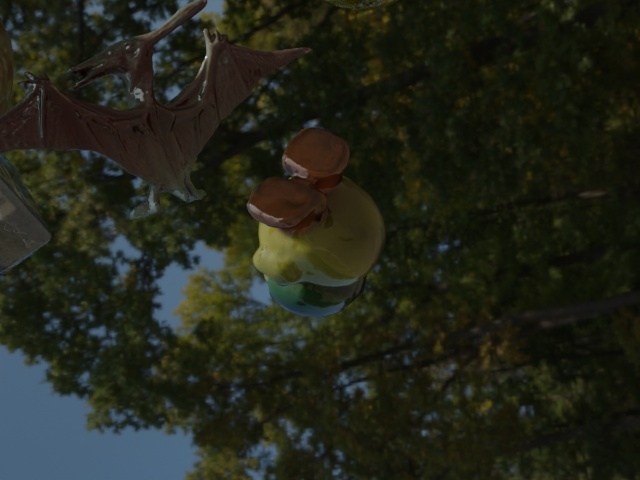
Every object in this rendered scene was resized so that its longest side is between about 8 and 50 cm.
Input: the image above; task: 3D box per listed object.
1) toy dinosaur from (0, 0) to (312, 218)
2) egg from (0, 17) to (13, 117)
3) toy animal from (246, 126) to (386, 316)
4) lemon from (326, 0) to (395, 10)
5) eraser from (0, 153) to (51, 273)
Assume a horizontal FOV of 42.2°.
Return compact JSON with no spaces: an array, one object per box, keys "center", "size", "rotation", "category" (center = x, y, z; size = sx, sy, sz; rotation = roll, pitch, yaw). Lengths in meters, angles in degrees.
[{"center":[-0.094,-0.071,0.469],"size":[0.220,0.032,0.108],"rotation":[-23,-83,-29],"category":"toy dinosaur"},{"center":[-0.360,-0.155,0.680],"size":[0.245,0.203,0.203],"rotation":[47,-169,29],"category":"egg"},{"center":[0.003,0.002,1.301],"size":[0.338,0.191,0.216],"rotation":[89,-154,-57],"category":"toy animal"},{"center":[0.050,-0.361,0.966],"size":[0.173,0.174,0.206],"rotation":[63,-151,-29],"category":"lemon"},{"center":[-0.244,-0.072,0.499],"size":[0.092,0.046,0.212],"rotation":[49,170,36],"category":"eraser"}]
